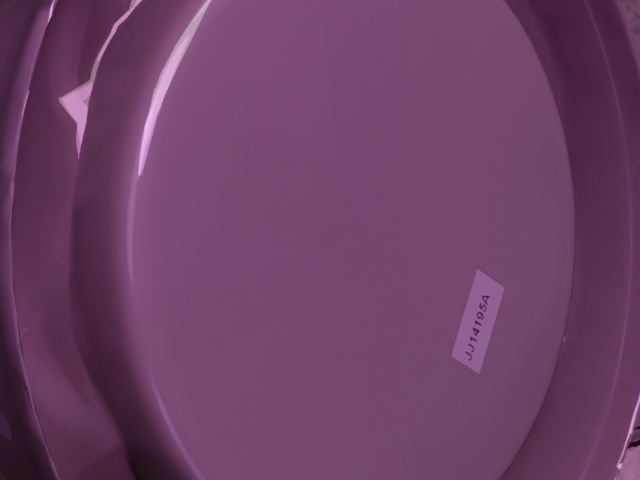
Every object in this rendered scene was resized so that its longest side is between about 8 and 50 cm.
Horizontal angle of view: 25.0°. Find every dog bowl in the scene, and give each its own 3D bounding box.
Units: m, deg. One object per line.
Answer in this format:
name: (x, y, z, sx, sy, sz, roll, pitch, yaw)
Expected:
dog bowl: (0.000, 0.000, 0.576, 0.349, 0.102, 0.348, -2, 93, -44)
